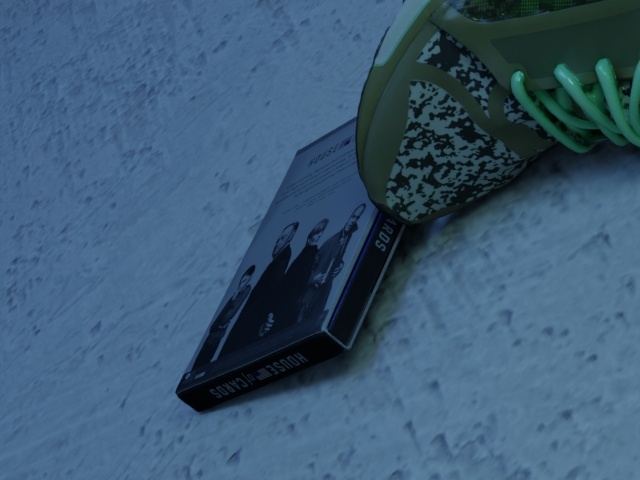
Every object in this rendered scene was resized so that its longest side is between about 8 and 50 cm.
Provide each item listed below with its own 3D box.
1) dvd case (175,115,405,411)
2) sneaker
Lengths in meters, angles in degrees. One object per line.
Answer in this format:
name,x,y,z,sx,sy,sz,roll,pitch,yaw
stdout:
dvd case,0.000,0.000,1.323,0.179,0.029,0.238,-27,30,49
sneaker,0.183,-0.113,1.119,0.410,0.158,0.182,-38,43,28
